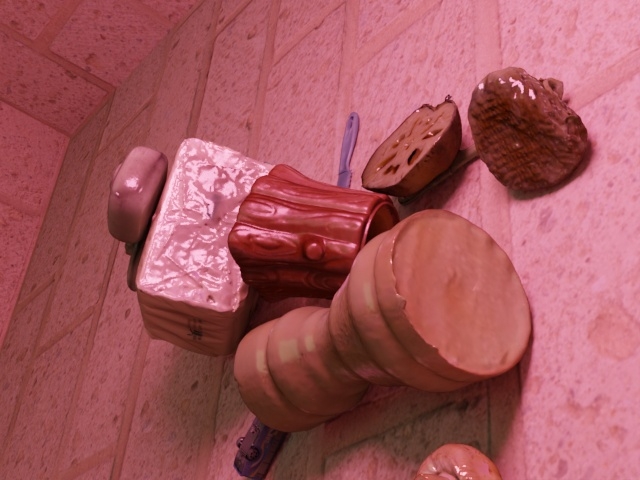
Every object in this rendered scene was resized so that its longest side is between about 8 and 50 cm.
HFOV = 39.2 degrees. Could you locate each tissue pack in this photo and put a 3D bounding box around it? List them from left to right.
[{"bbox_3d":[-0.203,0.033,1.656,0.380,0.207,0.297,109,177,-68],"label":"tissue pack"}]

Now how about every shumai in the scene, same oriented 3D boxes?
[{"bbox_3d":[0.306,-0.167,1.280,0.184,0.184,0.142,-19,18,51],"label":"shumai"}]

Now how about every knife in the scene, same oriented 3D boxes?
[{"bbox_3d":[0.046,-0.123,1.736,0.044,0.019,0.312,-20,50,47],"label":"knife"},{"bbox_3d":[0.225,-0.133,1.450,0.293,0.020,0.043,-37,35,39],"label":"knife"}]

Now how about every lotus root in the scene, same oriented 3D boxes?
[{"bbox_3d":[0.162,-0.136,1.453,0.203,0.078,0.183,-44,21,14],"label":"lotus root"}]

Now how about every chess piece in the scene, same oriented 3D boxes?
[{"bbox_3d":[0.056,0.138,1.270,0.442,0.234,0.234,-32,39,48],"label":"chess piece"}]

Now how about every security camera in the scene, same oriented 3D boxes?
[{"bbox_3d":[-0.327,-0.032,1.598,0.301,0.080,0.157,105,-179,-51],"label":"security camera"}]

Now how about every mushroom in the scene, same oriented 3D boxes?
[{"bbox_3d":[0.157,0.314,1.062,0.148,0.112,0.148,-33,48,45],"label":"mushroom"}]

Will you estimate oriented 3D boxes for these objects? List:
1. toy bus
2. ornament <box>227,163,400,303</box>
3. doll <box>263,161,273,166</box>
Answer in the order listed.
[{"bbox_3d":[-0.093,0.325,1.506,0.153,0.061,0.051,-62,30,0],"label":"toy bus"},{"bbox_3d":[0.000,0.000,1.439,0.218,0.221,0.235,7,92,26],"label":"ornament"},{"bbox_3d":[-0.126,-0.091,1.934,0.159,0.059,0.158,14,76,59],"label":"doll"}]
